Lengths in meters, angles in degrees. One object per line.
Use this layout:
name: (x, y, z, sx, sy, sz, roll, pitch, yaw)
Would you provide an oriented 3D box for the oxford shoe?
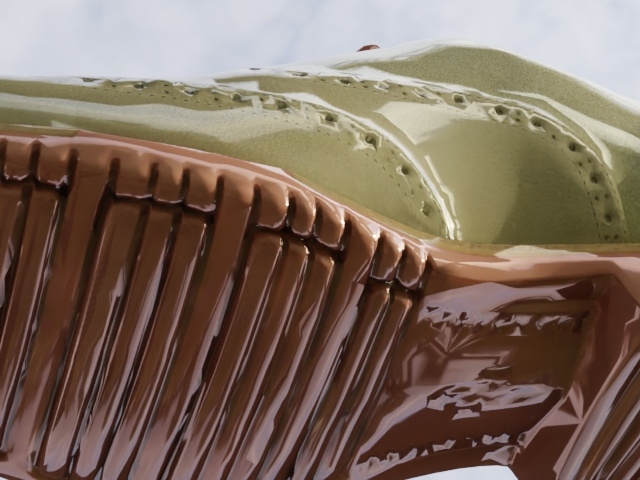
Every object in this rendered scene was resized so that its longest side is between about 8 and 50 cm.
oxford shoe: (0.000, 0.000, 0.510, 0.397, 0.140, 0.146, 10, -138, -22)
